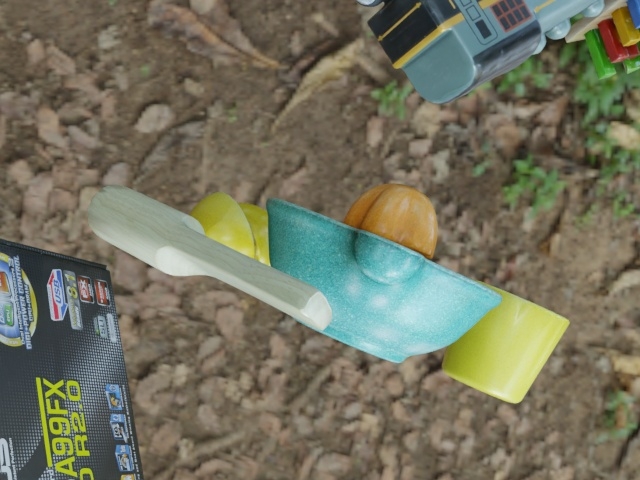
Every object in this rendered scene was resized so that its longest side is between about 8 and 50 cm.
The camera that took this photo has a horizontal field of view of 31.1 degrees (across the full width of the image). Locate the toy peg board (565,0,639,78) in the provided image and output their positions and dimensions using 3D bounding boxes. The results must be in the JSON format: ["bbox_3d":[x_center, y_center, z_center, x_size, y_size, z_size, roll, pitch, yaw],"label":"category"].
[{"bbox_3d":[0.426,-0.274,1.468,0.161,0.160,0.079,-15,82,-20],"label":"toy peg board"}]

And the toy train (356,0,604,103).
[{"bbox_3d":[0.175,-0.269,1.094,0.334,0.142,0.190,-32,92,-28],"label":"toy train"}]

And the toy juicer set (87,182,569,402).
[{"bbox_3d":[0.000,0.000,0.627,0.329,0.209,0.089,24,89,-60],"label":"toy juicer set"}]

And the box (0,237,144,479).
[{"bbox_3d":[-0.242,0.140,0.979,0.216,0.060,0.270,24,51,-64],"label":"box"}]
